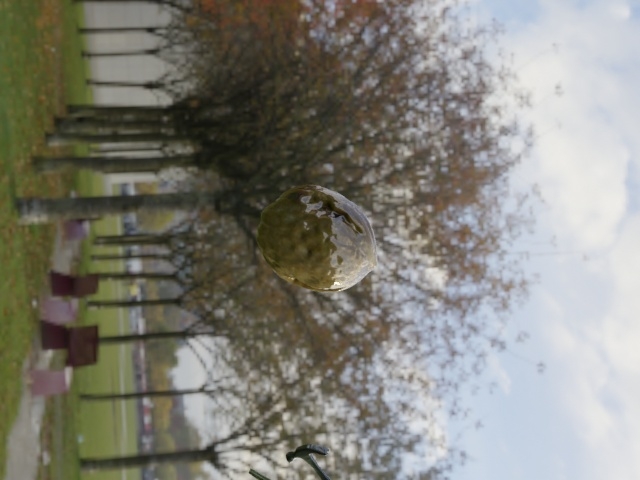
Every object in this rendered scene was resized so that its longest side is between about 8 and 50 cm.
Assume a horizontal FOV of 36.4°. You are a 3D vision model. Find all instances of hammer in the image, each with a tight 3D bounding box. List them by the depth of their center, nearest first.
[{"bbox_3d":[0.025,0.439,1.724,0.201,0.078,0.021,53,30,-13],"label":"hammer"}]

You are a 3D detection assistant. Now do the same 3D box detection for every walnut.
[{"bbox_3d":[0.000,0.000,1.431,0.155,0.184,0.155,-58,162,-32],"label":"walnut"}]

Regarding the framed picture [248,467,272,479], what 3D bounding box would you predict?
[{"bbox_3d":[0.015,0.409,1.410,0.010,0.231,0.173,-57,146,-16],"label":"framed picture"}]
